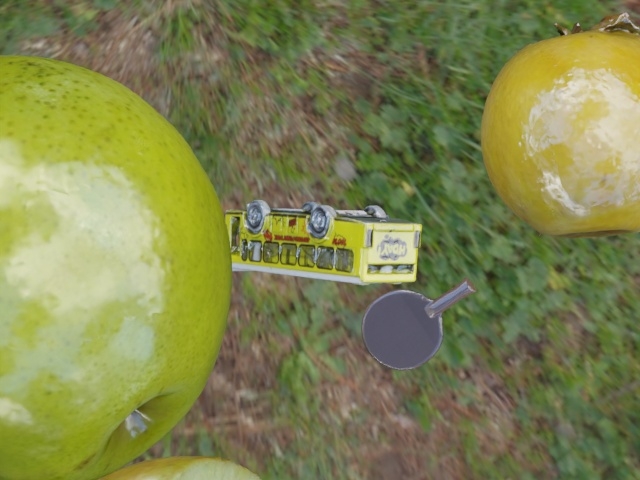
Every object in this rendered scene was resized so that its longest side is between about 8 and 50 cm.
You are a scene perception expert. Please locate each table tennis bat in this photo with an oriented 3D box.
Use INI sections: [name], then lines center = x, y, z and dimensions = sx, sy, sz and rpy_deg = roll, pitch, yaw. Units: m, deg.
[table tennis bat]
center = 0.117, 0.111, 1.952
dimensions = 0.170, 0.119, 0.107
rpy_deg = -35, 89, 18

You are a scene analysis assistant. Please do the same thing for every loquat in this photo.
[loquat]
center = 0.319, -0.133, 1.788
dimensions = 0.275, 0.275, 0.275
rpy_deg = -1, 100, -5

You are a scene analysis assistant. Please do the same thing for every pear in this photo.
[pear]
center = -0.137, -0.003, 0.633
dimensions = 0.166, 0.180, 0.216
rpy_deg = -43, 76, -10

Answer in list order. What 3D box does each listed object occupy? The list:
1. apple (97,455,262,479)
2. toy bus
[apple]
center = -0.120, 0.300, 1.105
dimensions = 0.254, 0.179, 0.346
rpy_deg = -23, 129, -6
[toy bus]
center = 0.000, 0.000, 1.462
dimensions = 0.081, 0.226, 0.074
rpy_deg = -1, 94, -39
